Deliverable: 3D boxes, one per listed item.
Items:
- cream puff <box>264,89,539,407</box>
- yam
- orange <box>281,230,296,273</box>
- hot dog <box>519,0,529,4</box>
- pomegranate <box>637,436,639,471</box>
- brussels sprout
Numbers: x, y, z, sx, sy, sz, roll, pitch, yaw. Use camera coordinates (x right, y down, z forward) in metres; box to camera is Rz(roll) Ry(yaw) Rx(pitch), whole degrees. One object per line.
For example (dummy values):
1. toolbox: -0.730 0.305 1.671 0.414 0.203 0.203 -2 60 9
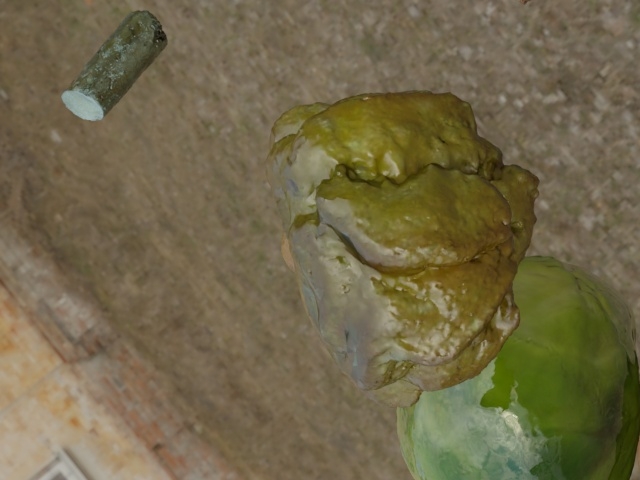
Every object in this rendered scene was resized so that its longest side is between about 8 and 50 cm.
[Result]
1. cream puff: 0.054 -0.003 0.770 0.244 0.196 0.244 42 143 41
2. yam: -0.300 -0.257 1.542 0.078 0.179 0.078 34 163 12
3. orange: 0.000 0.000 1.037 0.085 0.085 0.085 46 164 17
4. hot dog: 0.503 -0.552 1.998 0.158 0.348 0.117 41 -137 -56
5. pomegranate: 0.620 0.284 1.338 0.410 0.410 0.410 46 164 17
6. brussels sprout: 0.227 0.178 1.193 0.268 0.344 0.344 -1 135 29
